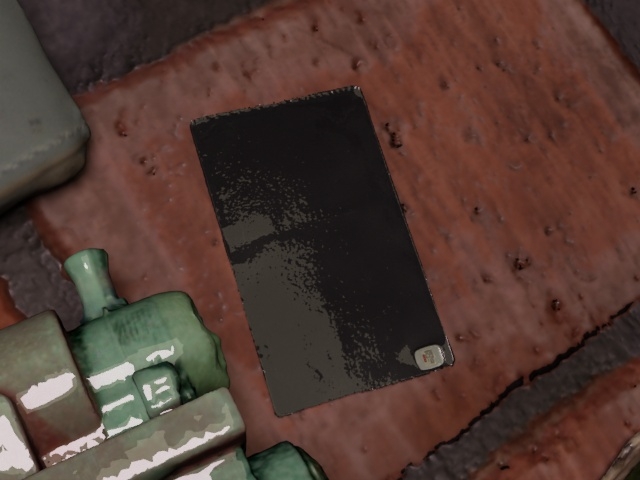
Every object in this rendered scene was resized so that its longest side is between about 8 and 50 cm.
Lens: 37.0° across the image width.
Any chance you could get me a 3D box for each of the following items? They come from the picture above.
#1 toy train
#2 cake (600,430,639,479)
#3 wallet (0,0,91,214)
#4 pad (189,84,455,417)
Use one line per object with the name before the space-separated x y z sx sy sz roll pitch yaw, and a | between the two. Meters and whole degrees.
toy train | -0.152 0.133 0.444 0.304 0.150 0.221 -22 72 -15
cake | 0.243 0.155 0.447 0.158 0.283 0.172 43 54 4
wallet | -0.291 -0.135 0.445 0.252 0.083 0.360 -37 111 -30
pad | 0.000 0.000 0.583 0.116 0.004 0.193 -15 76 -15
